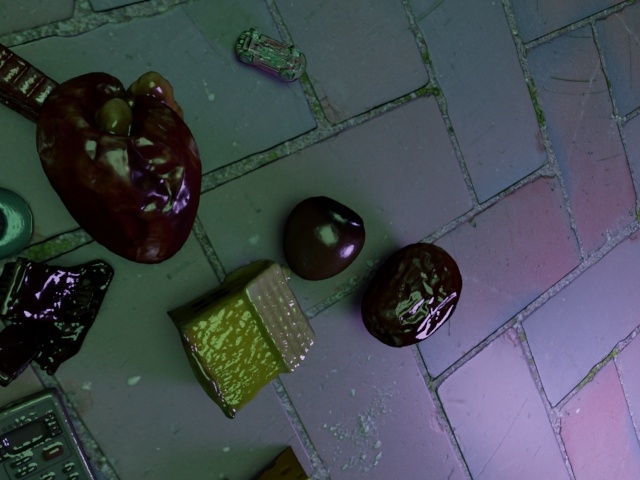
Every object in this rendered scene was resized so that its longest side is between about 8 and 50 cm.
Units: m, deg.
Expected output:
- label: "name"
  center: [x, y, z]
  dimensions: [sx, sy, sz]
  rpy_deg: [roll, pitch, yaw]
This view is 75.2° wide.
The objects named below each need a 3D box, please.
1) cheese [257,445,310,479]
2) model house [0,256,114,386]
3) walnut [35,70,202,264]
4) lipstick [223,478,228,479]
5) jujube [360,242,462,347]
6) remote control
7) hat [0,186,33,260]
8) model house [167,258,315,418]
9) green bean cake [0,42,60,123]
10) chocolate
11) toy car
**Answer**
- label: "cheese"
  center: [-0.095, 0.516, 0.812]
  dimensions: [0.171, 0.126, 0.093]
  rpy_deg: [-29, 103, -18]
- label: "model house"
  center: [-0.420, 0.121, 0.630]
  dimensions: [0.141, 0.164, 0.203]
  rpy_deg: [16, 86, -19]
- label: "walnut"
  center: [-0.290, -0.112, 0.650]
  dimensions: [0.221, 0.269, 0.244]
  rpy_deg: [13, 46, -5]
- label: "lipstick"
  center: [-0.176, 0.550, 0.815]
  dimensions: [0.045, 0.045, 0.145]
  rpy_deg: [-20, 98, -25]
- label: "jujube"
  center: [0.203, 0.114, 0.905]
  dimensions: [0.243, 0.183, 0.183]
  rpy_deg: [-43, 108, -30]
- label: "remote control"
  center: [-0.451, 0.396, 0.689]
  dimensions: [0.123, 0.038, 0.285]
  rpy_deg: [-19, 99, -24]
- label: "hat"
  center: [-0.544, -0.025, 0.614]
  dimensions: [0.191, 0.078, 0.138]
  rpy_deg: [-6, 92, -24]
- label: "model house"
  center: [-0.126, 0.160, 0.757]
  dimensions: [0.234, 0.175, 0.193]
  rpy_deg: [-31, 103, -18]
- label: "green bean cake"
  center: [-0.448, -0.227, 0.622]
  dimensions: [0.135, 0.135, 0.056]
  rpy_deg: [32, 75, -21]
- label: "chocolate"
  center: [0.000, 0.000, 0.834]
  dimensions: [0.176, 0.177, 0.177]
  rpy_deg: [-1, 92, -25]
- label: "toy car"
  center: [-0.099, -0.362, 0.824]
  dimensions: [0.142, 0.055, 0.069]
  rpy_deg: [19, 75, -13]
